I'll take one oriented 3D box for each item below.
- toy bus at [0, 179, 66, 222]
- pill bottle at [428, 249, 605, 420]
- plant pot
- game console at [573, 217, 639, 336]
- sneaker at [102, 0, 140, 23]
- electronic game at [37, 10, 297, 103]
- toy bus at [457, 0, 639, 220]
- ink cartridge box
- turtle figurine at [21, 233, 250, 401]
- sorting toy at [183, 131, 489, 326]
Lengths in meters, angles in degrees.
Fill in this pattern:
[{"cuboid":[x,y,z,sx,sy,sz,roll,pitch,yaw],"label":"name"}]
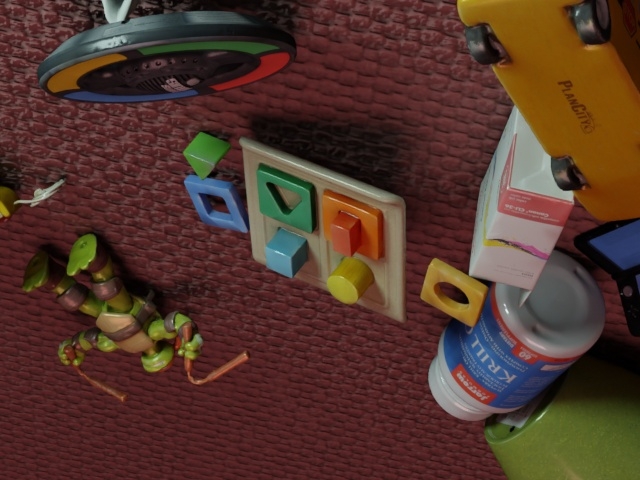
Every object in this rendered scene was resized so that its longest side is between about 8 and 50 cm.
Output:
[{"cuboid":[-0.402,-0.032,1.855,0.191,0.202,0.104,-22,105,50],"label":"toy bus"},{"cuboid":[0.199,0.109,1.873,0.124,0.124,0.221,19,146,-11],"label":"pill bottle"},{"cuboid":[0.333,0.260,1.971,0.293,0.274,0.275,40,140,-15],"label":"plant pot"},{"cuboid":[0.328,0.032,1.769,0.071,0.107,0.122,1,161,-43],"label":"game console"},{"cuboid":[-0.171,-0.263,1.446,0.080,0.094,0.212,5,147,12],"label":"sneaker"},{"cuboid":[-0.134,-0.155,1.561,0.229,0.048,0.229,-8,173,-1],"label":"electronic game"},{"cuboid":[0.229,-0.141,1.476,0.108,0.130,0.332,-8,143,29],"label":"toy bus"},{"cuboid":[0.188,-0.034,1.665,0.067,0.115,0.198,13,147,-1],"label":"ink cartridge box"},{"cuboid":[-0.217,0.084,1.999,0.270,0.087,0.217,-7,137,40],"label":"turtle figurine"},{"cuboid":[0.000,0.000,1.731,0.348,0.047,0.196,22,145,23],"label":"sorting toy"}]
